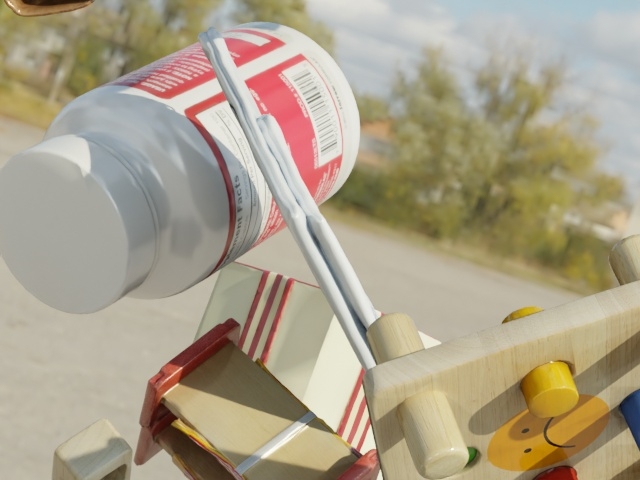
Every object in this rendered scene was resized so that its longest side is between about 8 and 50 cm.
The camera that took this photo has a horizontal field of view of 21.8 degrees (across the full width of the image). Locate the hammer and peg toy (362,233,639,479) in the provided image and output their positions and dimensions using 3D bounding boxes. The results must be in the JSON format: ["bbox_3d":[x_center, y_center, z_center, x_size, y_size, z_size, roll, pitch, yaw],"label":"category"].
[{"bbox_3d":[0.177,0.160,1.253,0.361,0.266,0.127,76,-5,-52],"label":"hammer and peg toy"}]

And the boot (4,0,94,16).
[{"bbox_3d":[-0.115,-0.283,1.240,0.109,0.283,0.220,55,28,-24],"label":"boot"}]

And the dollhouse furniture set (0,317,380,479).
[{"bbox_3d":[-0.147,0.259,1.450,0.201,0.374,0.152,43,-32,19],"label":"dollhouse furniture set"}]

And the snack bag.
[{"bbox_3d":[0.000,0.000,1.516,0.323,0.037,0.342,62,1,-37],"label":"snack bag"}]

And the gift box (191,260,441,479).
[{"bbox_3d":[-0.047,0.185,2.099,0.276,0.258,0.255,25,-7,-42],"label":"gift box"}]

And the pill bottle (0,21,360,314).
[{"bbox_3d":[-0.149,-0.076,1.760,0.229,0.229,0.408,20,30,25],"label":"pill bottle"}]
